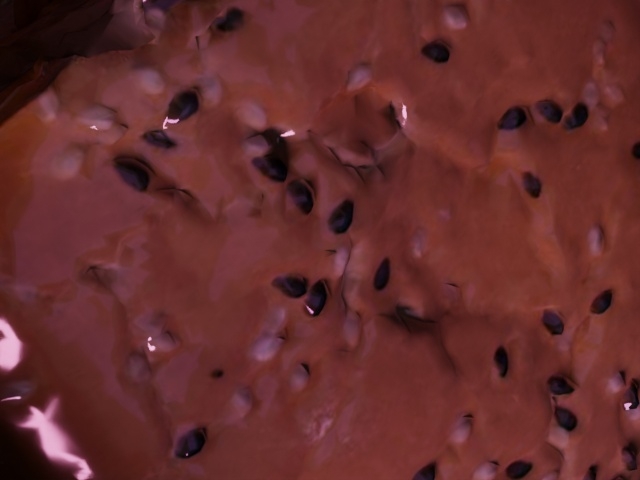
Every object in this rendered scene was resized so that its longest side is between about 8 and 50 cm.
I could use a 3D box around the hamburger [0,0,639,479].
[{"bbox_3d":[0.000,0.000,0.610,0.318,0.195,0.277,-40,115,-18],"label":"hamburger"}]
